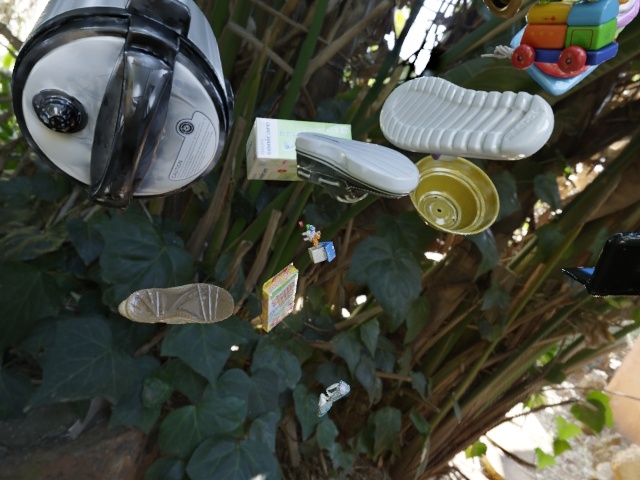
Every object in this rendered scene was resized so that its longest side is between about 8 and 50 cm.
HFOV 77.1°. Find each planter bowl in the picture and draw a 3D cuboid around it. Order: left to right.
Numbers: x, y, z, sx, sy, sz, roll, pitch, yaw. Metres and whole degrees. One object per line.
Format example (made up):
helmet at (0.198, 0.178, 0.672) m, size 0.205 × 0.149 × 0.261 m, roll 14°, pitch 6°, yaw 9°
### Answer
planter bowl at (0.294, -0.090, 0.944) m, size 0.217 × 0.217 × 0.090 m, roll 25°, pitch -28°, yaw 3°

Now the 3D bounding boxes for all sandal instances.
sandal at (0.271, -0.230, 0.830) m, size 0.102 × 0.169 × 0.416 m, roll 32°, pitch 5°, yaw -38°

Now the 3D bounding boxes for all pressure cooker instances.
pressure cooker at (-0.372, -0.285, 0.794) m, size 0.370 × 0.375 × 0.420 m, roll 72°, pitch 0°, yaw -49°

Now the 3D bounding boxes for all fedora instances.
fedora at (0.456, -0.641, 0.959) m, size 0.079 × 0.194 × 0.194 m, roll -21°, pitch 18°, yaw -2°

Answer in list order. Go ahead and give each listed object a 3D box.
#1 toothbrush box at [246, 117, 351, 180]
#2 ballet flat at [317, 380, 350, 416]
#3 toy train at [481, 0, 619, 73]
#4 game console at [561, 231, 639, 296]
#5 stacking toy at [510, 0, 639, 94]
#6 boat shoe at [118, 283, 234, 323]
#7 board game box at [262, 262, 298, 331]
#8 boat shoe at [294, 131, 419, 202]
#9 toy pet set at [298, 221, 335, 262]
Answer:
toothbrush box at (-0.070, -0.265, 1.218) m, size 0.283 × 0.122 × 0.206 m, roll 0°, pitch -8°, yaw -19°
ballet flat at (0.022, 0.392, 1.008) m, size 0.041 × 0.114 × 0.041 m, roll 43°, pitch 10°, yaw -9°
toy train at (0.381, -0.386, 0.701) m, size 0.105 × 0.143 × 0.248 m, roll -28°, pitch 37°, yaw -21°
game console at (0.310, 0.014, 0.373) m, size 0.122 × 0.107 × 0.071 m, roll -2°, pitch 41°, yaw 11°
stacking toy at (0.535, -0.441, 0.779) m, size 0.175 × 0.165 × 0.302 m, roll 50°, pitch -2°, yaw 3°
boat shoe at (-0.433, 0.196, 1.242) m, size 0.341 × 0.122 × 0.110 m, roll 10°, pitch -18°, yaw -42°
board game box at (-0.129, 0.183, 1.264) m, size 0.039 × 0.259 × 0.124 m, roll 36°, pitch 54°, yaw 23°
boat shoe at (0.064, -0.136, 0.826) m, size 0.121 × 0.119 × 0.335 m, roll -14°, pitch 31°, yaw -31°
toy pet set at (0.000, 0.000, 1.050) m, size 0.065 × 0.114 × 0.122 m, roll -18°, pitch 15°, yaw -13°
